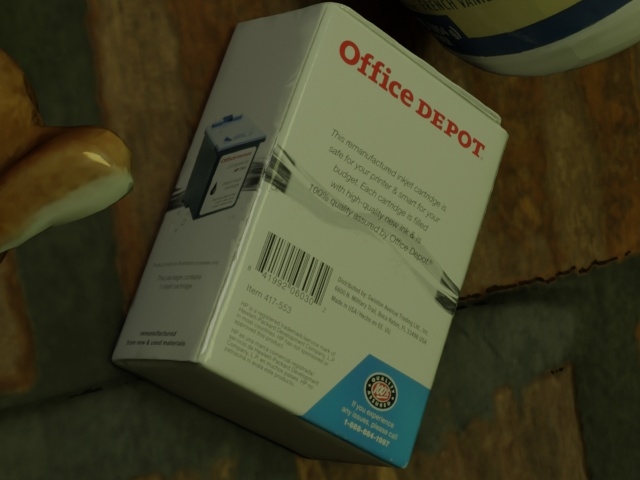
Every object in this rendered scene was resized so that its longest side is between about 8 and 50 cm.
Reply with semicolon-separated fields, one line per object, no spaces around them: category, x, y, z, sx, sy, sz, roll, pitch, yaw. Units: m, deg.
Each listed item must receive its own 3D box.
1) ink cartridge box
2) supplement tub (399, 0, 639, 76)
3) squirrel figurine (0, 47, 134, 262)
ink cartridge box;0.000;0.000;0.819;0.140;0.082;0.190;31;67;-34
supplement tub;0.060;-0.254;0.789;0.316;0.228;0.228;41;63;-30
squirrel figurine;-0.223;0.025;0.407;0.281;0.397;0.370;40;64;16
